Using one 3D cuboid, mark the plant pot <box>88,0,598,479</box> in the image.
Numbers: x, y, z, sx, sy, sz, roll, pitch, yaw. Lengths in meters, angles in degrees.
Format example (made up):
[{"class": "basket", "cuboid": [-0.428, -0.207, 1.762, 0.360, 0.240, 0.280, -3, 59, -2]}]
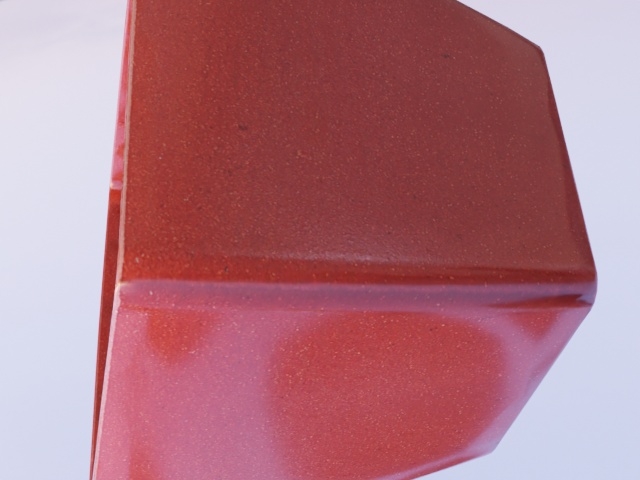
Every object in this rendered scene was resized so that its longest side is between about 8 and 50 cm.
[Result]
[{"class": "plant pot", "cuboid": [0.000, 0.000, 0.657, 0.236, 0.267, 0.267, 5, -128, -11]}]
